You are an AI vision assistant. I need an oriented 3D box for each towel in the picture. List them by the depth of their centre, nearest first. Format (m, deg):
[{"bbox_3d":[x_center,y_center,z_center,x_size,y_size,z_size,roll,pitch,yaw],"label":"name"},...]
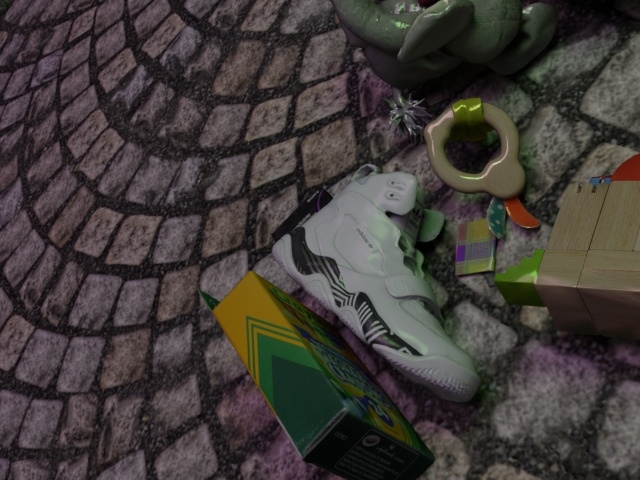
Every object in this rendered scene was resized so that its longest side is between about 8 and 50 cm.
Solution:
[{"bbox_3d":[0.212,0.008,1.128,0.060,0.009,0.083,-11,59,34],"label":"towel"}]

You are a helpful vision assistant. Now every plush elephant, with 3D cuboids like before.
[{"bbox_3d":[0.176,-0.333,1.200,0.255,0.272,0.330,-19,81,46],"label":"plush elephant"}]

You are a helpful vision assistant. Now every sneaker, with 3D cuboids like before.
[{"bbox_3d":[0.107,0.038,1.096,0.210,0.137,0.366,-50,51,-2],"label":"sneaker"}]

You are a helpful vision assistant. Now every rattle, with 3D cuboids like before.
[{"bbox_3d":[0.231,-0.092,1.160,0.130,0.143,0.200,-36,83,-9],"label":"rattle"}]

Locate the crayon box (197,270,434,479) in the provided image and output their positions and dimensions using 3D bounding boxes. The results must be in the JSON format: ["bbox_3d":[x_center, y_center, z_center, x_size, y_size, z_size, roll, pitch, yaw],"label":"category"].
[{"bbox_3d":[-0.012,0.166,1.073,0.083,0.203,0.323,-47,45,5],"label":"crayon box"}]

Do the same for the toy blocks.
[{"bbox_3d":[0.413,-0.023,0.889,0.381,0.191,0.261,2,54,39],"label":"toy blocks"}]

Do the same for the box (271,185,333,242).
[{"bbox_3d":[0.000,0.000,1.292,0.116,0.029,0.162,-45,44,7],"label":"box"}]
